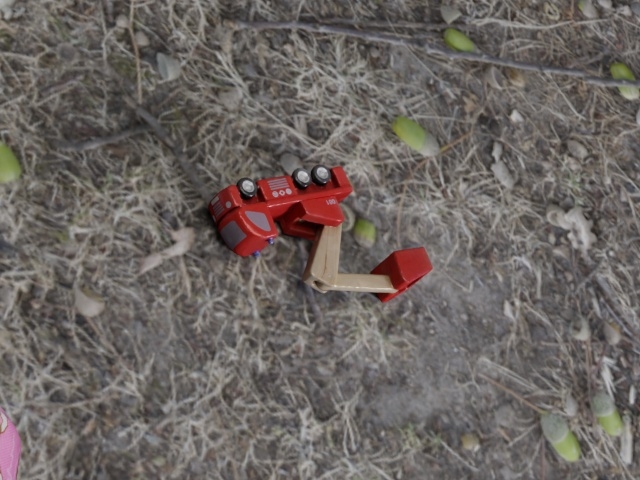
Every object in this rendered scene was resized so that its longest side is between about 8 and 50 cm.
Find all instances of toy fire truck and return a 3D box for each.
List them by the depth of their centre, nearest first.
[{"bbox_3d":[0.000,0.000,1.489,0.192,0.047,0.135,-12,70,-37],"label":"toy fire truck"}]

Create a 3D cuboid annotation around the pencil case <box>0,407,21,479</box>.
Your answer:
[{"bbox_3d":[-0.310,0.275,1.040,0.167,0.160,0.386,1,56,6],"label":"pencil case"}]
